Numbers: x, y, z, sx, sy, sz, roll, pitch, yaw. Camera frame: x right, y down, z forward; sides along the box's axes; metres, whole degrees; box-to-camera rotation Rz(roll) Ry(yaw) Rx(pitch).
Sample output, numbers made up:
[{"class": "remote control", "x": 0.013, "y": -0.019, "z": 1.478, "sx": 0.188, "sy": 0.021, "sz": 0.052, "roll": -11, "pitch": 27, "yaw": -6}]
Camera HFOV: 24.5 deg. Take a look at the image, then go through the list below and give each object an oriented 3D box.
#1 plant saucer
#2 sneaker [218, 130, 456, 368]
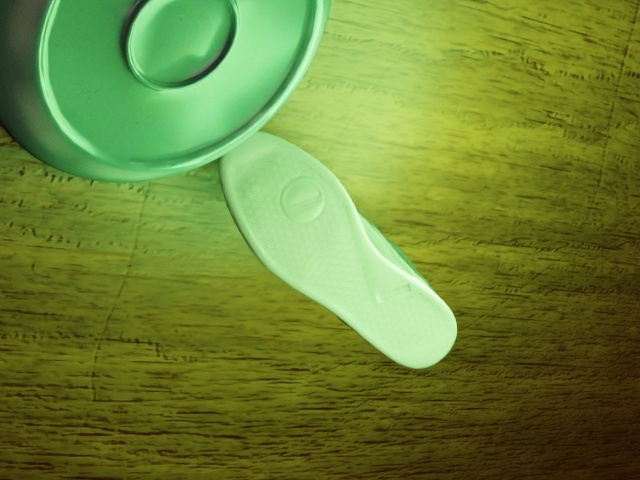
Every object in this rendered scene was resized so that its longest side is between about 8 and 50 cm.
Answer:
[{"class": "plant saucer", "x": -0.119, "y": -0.173, "z": 1.187, "sx": 0.317, "sy": 0.044, "sz": 0.318, "roll": -20, "pitch": 134, "yaw": -22}, {"class": "sneaker", "x": 0.000, "y": 0.001, "z": 1.417, "sx": 0.104, "sy": 0.147, "sz": 0.296, "roll": -46, "pitch": 110, "yaw": 0}]
